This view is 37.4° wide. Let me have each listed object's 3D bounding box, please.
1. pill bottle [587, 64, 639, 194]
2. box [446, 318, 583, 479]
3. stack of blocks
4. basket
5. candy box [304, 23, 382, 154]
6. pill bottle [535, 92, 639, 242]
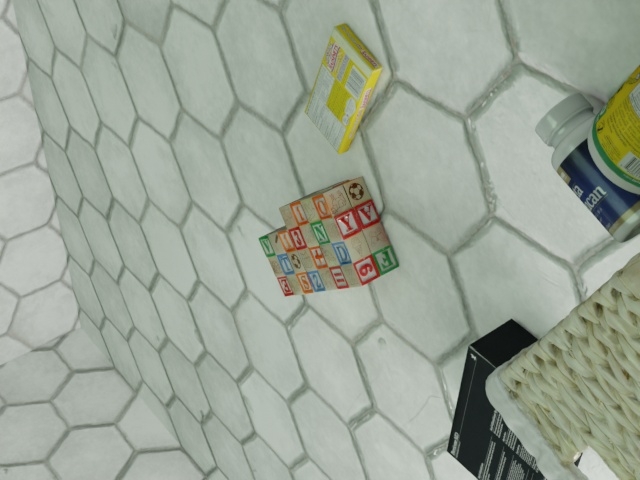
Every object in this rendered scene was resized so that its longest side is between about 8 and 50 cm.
[{"bbox_3d":[0.374,-0.146,0.966,0.117,0.118,0.208,55,150,16],"label":"pill bottle"},{"bbox_3d":[0.302,0.278,1.435,0.184,0.103,0.261,38,143,33],"label":"box"},{"bbox_3d":[0.000,0.000,1.717,0.297,0.087,0.171,-15,100,61],"label":"stack of blocks"},{"bbox_3d":[0.410,0.147,0.927,0.328,0.331,0.266,52,147,20],"label":"basket"},{"bbox_3d":[0.034,-0.241,1.533,0.105,0.027,0.206,55,150,21],"label":"candy box"},{"bbox_3d":[0.331,-0.088,1.105,0.169,0.094,0.094,54,149,18],"label":"pill bottle"}]
